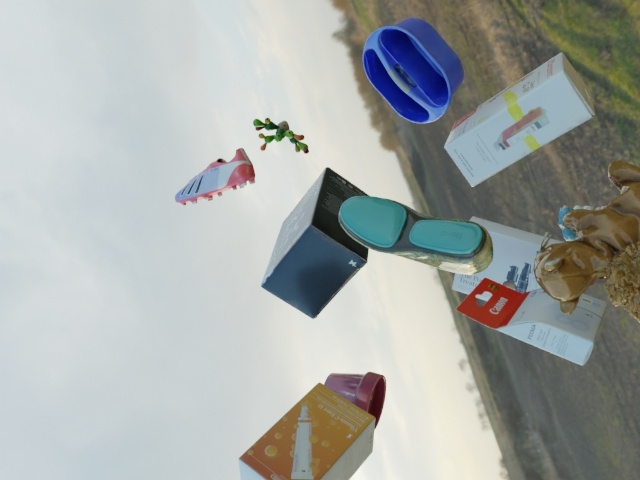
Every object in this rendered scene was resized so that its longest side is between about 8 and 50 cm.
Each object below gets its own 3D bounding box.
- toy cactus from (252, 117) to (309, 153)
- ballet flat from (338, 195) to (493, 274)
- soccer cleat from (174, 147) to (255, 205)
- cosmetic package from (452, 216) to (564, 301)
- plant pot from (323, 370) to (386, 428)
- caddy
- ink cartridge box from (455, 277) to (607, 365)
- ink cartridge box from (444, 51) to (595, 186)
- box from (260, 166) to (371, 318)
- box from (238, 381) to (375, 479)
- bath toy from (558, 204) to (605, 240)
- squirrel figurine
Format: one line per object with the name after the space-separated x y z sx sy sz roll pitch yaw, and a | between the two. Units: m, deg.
-0.139 -0.380 2.041 0.181 0.218 0.112 -84 12 -61 | toy cactus
0.191 -0.005 1.171 0.123 0.348 0.123 -22 -61 -46 | ballet flat
-0.274 -0.156 1.438 0.083 0.247 0.095 -22 -84 -61 | soccer cleat
0.694 0.102 2.062 0.097 0.377 0.285 -35 -43 -53 | cosmetic package
0.107 0.530 1.911 0.201 0.180 0.202 9 -90 -67 | plant pot
0.290 -0.539 1.819 0.341 0.241 0.179 48 -127 -2 | caddy
0.651 0.203 1.735 0.308 0.384 0.091 -27 -46 -53 | ink cartridge box
0.589 -0.364 1.696 0.160 0.384 0.279 52 -147 -11 | ink cartridge box
0.000 0.000 1.850 0.211 0.293 0.396 33 -149 -13 | box
-0.031 0.604 1.595 0.345 0.214 0.168 -35 -42 -40 | box
0.956 -0.047 1.865 0.348 0.151 0.129 -173 88 -65 | bath toy
0.760 0.044 1.457 0.281 0.370 0.397 62 176 -32 | squirrel figurine
